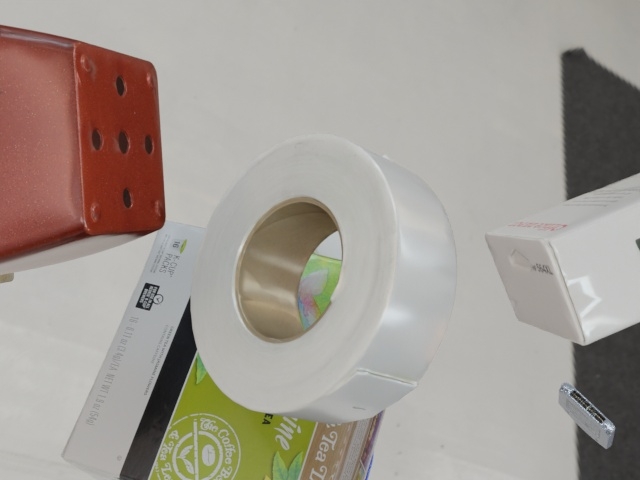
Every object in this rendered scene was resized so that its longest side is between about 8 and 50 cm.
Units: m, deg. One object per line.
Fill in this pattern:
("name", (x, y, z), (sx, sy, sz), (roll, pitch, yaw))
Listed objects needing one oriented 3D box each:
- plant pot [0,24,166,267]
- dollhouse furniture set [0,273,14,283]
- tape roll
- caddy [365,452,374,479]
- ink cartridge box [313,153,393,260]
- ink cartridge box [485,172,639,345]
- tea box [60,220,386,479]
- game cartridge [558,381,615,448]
("plant pot", (-0.304, -0.092, 0.985), (0.267, 0.235, 0.267), (-11, 98, -75))
("dollhouse furniture set", (-0.521, -0.004, 1.379), (0.374, 0.201, 0.152), (-13, 117, -44))
("tape roll", (-0.003, 0.040, 0.971), (0.100, 0.286, 0.286), (21, 57, -45))
("caddy", (-0.011, 0.429, 1.883), (0.241, 0.179, 0.341), (47, 43, -29))
("ink cartridge box", (0.000, 0.000, 1.611), (0.226, 0.306, 0.131), (-37, 95, -30))
("ink cartridge box", (0.251, -0.001, 0.747), (0.203, 0.148, 0.086), (-22, 95, -6))
("tea box", (-0.088, 0.190, 1.211), (0.323, 0.220, 0.329), (12, 67, 14))
("game cartridge", (0.326, 0.215, 1.174), (0.017, 0.056, 0.083), (-34, 56, -16))
